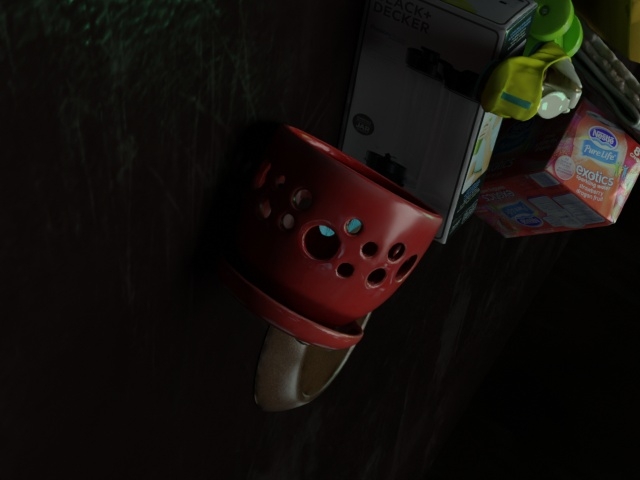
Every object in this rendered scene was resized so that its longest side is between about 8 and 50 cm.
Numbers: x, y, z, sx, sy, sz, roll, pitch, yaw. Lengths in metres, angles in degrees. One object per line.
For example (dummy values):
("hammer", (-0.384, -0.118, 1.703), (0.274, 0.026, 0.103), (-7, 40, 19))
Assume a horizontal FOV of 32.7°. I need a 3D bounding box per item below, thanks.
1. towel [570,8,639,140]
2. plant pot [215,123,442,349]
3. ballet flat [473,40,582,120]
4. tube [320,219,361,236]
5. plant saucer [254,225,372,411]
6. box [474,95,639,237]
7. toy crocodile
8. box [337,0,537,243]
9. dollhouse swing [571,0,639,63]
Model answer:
("towel", (0.400, -0.277, 1.640), (0.053, 0.332, 0.317), (-40, 165, 15))
("plant pot", (0.000, 0.000, 1.094), (0.174, 0.191, 0.191), (-59, 163, 10))
("ballet flat", (0.233, -0.161, 1.150), (0.231, 0.077, 0.077), (-26, 139, -60))
("tube", (0.049, -0.048, 1.388), (0.207, 0.052, 0.080), (-33, 137, -49))
("plant saucer", (0.013, 0.103, 1.485), (0.310, 0.050, 0.311), (-53, 158, -32))
("box", (0.359, -0.109, 1.765), (0.142, 0.154, 0.300), (-58, -163, -16))
("toy crocodile", (0.260, -0.323, 1.321), (0.115, 0.105, 0.341), (3, 87, -69))
("box", (0.120, -0.159, 1.239), (0.087, 0.169, 0.290), (-42, 153, -45))
("dollhouse swing", (0.524, -0.392, 1.515), (0.347, 0.305, 0.315), (-96, -179, -65))
